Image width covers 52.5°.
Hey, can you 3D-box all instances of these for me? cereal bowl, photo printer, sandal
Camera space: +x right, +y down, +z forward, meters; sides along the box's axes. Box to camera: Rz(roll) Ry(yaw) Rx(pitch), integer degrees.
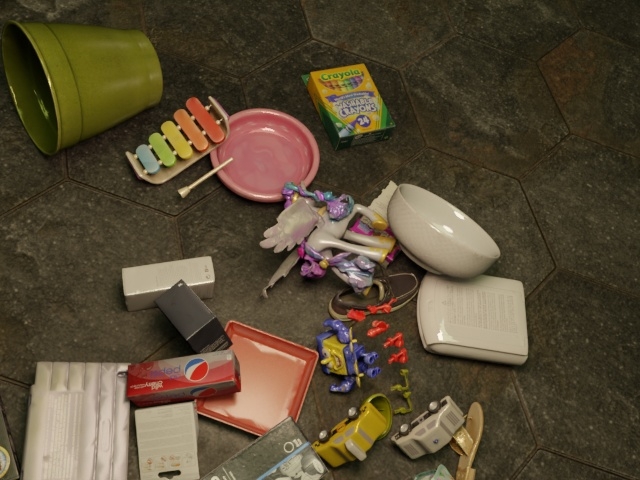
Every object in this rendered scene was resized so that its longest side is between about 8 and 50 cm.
[{"bbox_3d":[0.322,-0.006,1.810,0.339,0.141,0.339,28,21,-12],"label":"cereal bowl"},{"bbox_3d":[0.426,0.214,1.851,0.308,0.107,0.256,9,59,-7],"label":"photo printer"},{"bbox_3d":[0.360,0.526,1.683,0.079,0.088,0.240,19,65,-9],"label":"sandal"}]

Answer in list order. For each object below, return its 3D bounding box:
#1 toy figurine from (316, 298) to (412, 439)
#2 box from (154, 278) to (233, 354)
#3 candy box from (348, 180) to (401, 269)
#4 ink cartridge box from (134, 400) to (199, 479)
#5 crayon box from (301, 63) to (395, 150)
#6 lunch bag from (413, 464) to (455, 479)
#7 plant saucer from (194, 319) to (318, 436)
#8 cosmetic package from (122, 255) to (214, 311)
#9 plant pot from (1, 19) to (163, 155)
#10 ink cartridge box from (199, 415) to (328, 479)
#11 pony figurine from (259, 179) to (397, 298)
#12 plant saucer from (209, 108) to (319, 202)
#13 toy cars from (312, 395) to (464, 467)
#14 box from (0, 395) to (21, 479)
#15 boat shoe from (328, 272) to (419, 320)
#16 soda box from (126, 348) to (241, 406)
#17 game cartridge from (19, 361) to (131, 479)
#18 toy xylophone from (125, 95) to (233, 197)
[{"bbox_3d":[0.089,0.317,1.717,0.191,0.217,0.362,-28,115,-39],"label":"toy figurine"},{"bbox_3d":[-0.318,0.207,1.636,0.093,0.158,0.156,-39,57,-16],"label":"box"},{"bbox_3d":[0.206,-0.049,1.965,0.159,0.071,0.233,37,62,8],"label":"candy box"},{"bbox_3d":[-0.363,0.487,1.562,0.145,0.045,0.179,-8,82,1],"label":"ink cartridge box"},{"bbox_3d":[0.088,-0.467,2.157,0.203,0.083,0.323,-15,66,-19],"label":"crayon box"},{"bbox_3d":[0.292,0.651,1.500,0.160,0.262,0.223,-35,74,-26],"label":"lunch bag"},{"bbox_3d":[-0.164,0.367,1.677,0.258,0.047,0.259,21,59,-1],"label":"plant saucer"},{"bbox_3d":[-0.402,0.114,1.721,0.231,0.117,0.085,-7,63,-17],"label":"cosmetic package"},{"bbox_3d":[-0.664,-0.465,1.869,0.353,0.366,0.366,-24,69,-35],"label":"plant pot"},{"bbox_3d":[-0.161,0.575,1.525,0.333,0.065,0.165,-33,79,-17],"label":"ink cartridge box"},{"bbox_3d":[0.000,0.000,1.775,0.363,0.303,0.351,27,50,8],"label":"pony figurine"},{"bbox_3d":[-0.171,-0.250,1.985,0.332,0.084,0.332,5,61,-9],"label":"plant saucer"},{"bbox_3d":[0.179,0.489,1.609,0.394,0.176,0.087,-2,24,-13],"label":"toy cars"},{"bbox_3d":[-0.824,0.461,1.474,0.216,0.060,0.270,-18,68,-20],"label":"box"},{"bbox_3d":[0.161,0.150,1.836,0.285,0.092,0.102,-14,66,-19],"label":"boat shoe"},{"bbox_3d":[-0.332,0.338,1.587,0.263,0.092,0.083,-10,58,1],"label":"soda box"},{"bbox_3d":[-0.566,0.460,1.514,0.230,0.068,0.355,3,62,-17],"label":"game cartridge"},{"bbox_3d":[-0.389,-0.268,1.887,0.323,0.081,0.236,-42,61,-8],"label":"toy xylophone"}]
